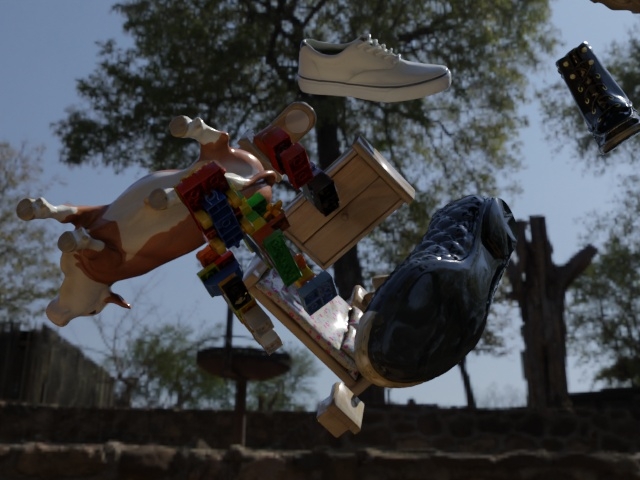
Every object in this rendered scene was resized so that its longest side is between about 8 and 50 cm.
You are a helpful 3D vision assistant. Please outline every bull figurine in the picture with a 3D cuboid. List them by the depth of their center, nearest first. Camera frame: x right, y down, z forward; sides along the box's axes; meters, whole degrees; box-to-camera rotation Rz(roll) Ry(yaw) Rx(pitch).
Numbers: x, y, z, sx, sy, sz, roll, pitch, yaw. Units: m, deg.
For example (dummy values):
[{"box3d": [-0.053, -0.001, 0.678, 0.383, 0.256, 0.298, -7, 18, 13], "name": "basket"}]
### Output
[{"box3d": [-0.198, -0.015, 0.817, 0.310, 0.101, 0.188, -31, -18, 7], "name": "bull figurine"}]

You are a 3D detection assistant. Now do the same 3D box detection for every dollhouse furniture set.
[{"box3d": [0.000, 0.000, 0.926, 0.303, 0.355, 0.174, 44, -68, -11], "name": "dollhouse furniture set"}]

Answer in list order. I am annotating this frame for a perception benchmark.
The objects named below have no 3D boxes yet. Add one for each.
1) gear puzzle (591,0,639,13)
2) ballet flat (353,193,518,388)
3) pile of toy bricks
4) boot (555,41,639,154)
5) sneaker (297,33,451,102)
[{"box3d": [0.418, -0.357, 1.015, 0.175, 0.044, 0.339, 15, 4, -37], "name": "gear puzzle"}, {"box3d": [0.062, 0.027, 0.408, 0.049, 0.057, 0.173, -24, 11, 39], "name": "ballet flat"}, {"box3d": [-0.058, -0.015, 0.600, 0.118, 0.105, 0.212, -36, -35, -13], "name": "pile of toy bricks"}, {"box3d": [0.471, -0.247, 1.294, 0.085, 0.179, 0.236, -33, 2, 22], "name": "boot"}, {"box3d": [0.080, -0.281, 1.217, 0.258, 0.094, 0.091, 5, -57, 16], "name": "sneaker"}]
